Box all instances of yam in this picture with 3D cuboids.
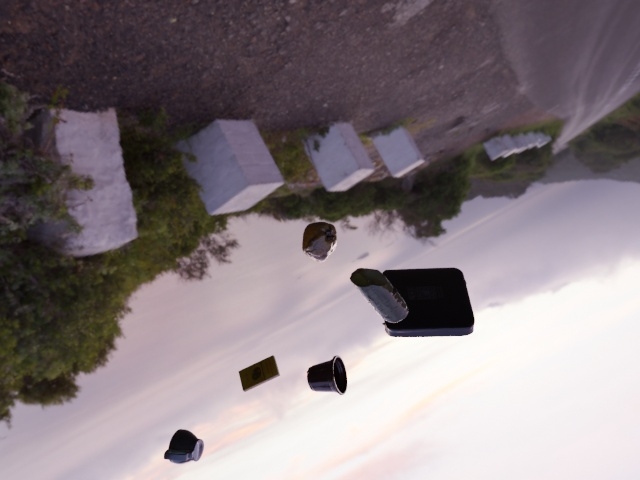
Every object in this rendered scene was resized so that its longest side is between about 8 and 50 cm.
[{"bbox_3d":[0.127,0.111,1.126,0.070,0.146,0.069,-30,-152,18],"label":"yam"}]

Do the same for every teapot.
[{"bbox_3d":[-0.267,0.412,1.038,0.057,0.066,0.088,2,179,18],"label":"teapot"}]

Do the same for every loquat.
[{"bbox_3d":[0.000,0.000,1.677,0.113,0.137,0.137,18,156,-15],"label":"loquat"}]

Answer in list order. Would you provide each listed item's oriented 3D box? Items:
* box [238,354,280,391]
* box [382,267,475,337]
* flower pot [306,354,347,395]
[{"bbox_3d":[-0.237,0.513,2.031,0.155,0.087,0.023,-26,147,6],"label":"box"},{"bbox_3d":[0.341,0.197,1.719,0.289,0.073,0.290,-2,-143,4],"label":"box"},{"bbox_3d":[0.016,0.384,1.480,0.089,0.111,0.111,-15,178,19],"label":"flower pot"}]
